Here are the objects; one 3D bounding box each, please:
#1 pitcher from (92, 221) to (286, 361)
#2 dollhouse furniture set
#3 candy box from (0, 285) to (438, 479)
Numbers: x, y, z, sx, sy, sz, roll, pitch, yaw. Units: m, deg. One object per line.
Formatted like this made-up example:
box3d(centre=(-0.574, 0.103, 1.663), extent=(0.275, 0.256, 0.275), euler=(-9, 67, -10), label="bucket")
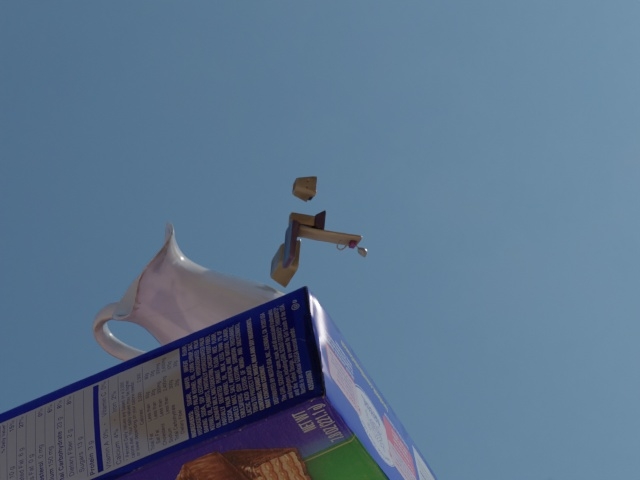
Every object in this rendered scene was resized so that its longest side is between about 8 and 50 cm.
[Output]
box3d(centre=(-0.103, 0.098, 1.525), extent=(0.207, 0.125, 0.178), euler=(35, -42, -12), label="pitcher")
box3d(centre=(0.000, 0.000, 1.642), extent=(0.081, 0.091, 0.114), euler=(9, -22, -10), label="dollhouse furniture set")
box3d(centre=(-0.090, 0.212, 1.250), extent=(0.317, 0.122, 0.268), euler=(-23, -49, 12), label="candy box")
